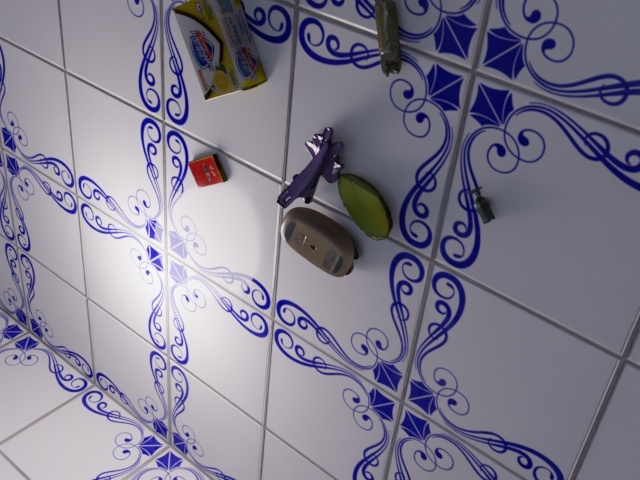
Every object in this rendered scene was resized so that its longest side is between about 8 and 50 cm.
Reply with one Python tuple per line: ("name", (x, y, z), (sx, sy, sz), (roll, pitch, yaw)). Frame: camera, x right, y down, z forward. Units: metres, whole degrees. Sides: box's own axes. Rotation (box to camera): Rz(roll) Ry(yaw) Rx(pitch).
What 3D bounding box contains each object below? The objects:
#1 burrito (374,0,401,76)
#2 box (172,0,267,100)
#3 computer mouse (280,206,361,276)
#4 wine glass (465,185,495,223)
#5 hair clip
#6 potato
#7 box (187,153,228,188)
("burrito", (0.151, -0.460, 1.740), (0.058, 0.045, 0.188), (6, 115, 34))
("box", (-0.266, -0.517, 2.061), (0.168, 0.097, 0.265), (-3, 111, 44))
("computer mouse", (0.000, 0.000, 2.115), (0.236, 0.082, 0.145), (33, 135, 10))
("wine glass", (0.364, -0.078, 1.764), (0.083, 0.042, 0.039), (64, 167, -9))
("hair clip", (-0.017, -0.191, 2.034), (0.278, 0.090, 0.137), (-47, 65, 39))
("potato", (0.121, -0.091, 1.978), (0.198, 0.054, 0.119), (46, 137, 20))
("box", (-0.344, -0.210, 2.368), (0.133, 0.023, 0.090), (-7, 110, 46))
